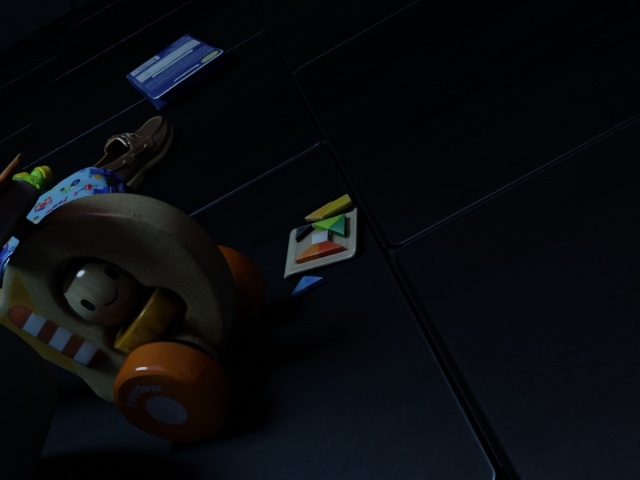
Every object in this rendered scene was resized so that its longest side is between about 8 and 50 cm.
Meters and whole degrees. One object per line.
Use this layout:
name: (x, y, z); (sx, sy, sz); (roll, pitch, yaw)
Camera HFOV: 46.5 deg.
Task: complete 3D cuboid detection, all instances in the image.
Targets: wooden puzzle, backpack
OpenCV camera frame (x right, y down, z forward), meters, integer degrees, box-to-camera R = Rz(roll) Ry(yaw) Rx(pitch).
wooden puzzle: (0.000, 0.000, 0.669); (0.079, 0.014, 0.116); (-24, 33, 12)
backpack: (-0.233, 0.026, 0.736); (0.158, 0.117, 0.173); (-32, 34, 1)

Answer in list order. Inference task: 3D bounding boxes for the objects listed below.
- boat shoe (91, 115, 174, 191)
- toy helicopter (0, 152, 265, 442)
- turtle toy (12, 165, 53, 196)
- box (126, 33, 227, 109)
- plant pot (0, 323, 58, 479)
boat shoe: (-0.256, -0.120, 1.008); (0.064, 0.060, 0.178); (-10, 38, 31)
toy helicopter: (-0.235, 0.049, 0.589); (0.355, 0.235, 0.140); (-15, 35, 25)
turtle toy: (-0.445, -0.059, 1.079); (0.130, 0.066, 0.095); (-11, 14, 34)
box: (-0.240, -0.282, 1.243); (0.136, 0.036, 0.225); (-36, 31, -8)
plant pot: (-0.330, 0.186, 0.450); (0.293, 0.293, 0.235); (-19, 49, 19)
